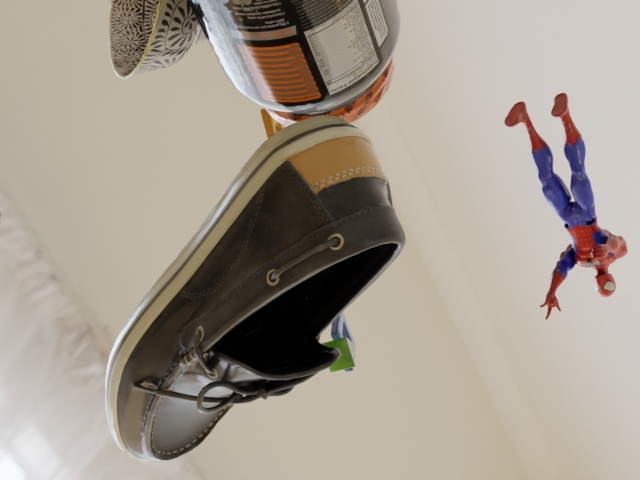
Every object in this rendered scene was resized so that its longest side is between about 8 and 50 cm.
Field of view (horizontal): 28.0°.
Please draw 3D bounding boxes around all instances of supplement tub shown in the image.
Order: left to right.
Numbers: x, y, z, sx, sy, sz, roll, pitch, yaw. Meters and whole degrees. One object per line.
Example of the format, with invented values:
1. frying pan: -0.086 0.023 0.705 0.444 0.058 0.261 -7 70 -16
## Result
1. supplement tub: -0.033 -0.254 1.232 0.194 0.193 0.316 23 -21 26

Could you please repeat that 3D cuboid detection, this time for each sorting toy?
1. sorting toy: 0.000 0.000 1.567 0.047 0.196 0.347 -16 -80 12

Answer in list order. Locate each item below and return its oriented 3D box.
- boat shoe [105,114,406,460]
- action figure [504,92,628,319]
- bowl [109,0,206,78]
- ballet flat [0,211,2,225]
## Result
1. boat shoe: -0.075 0.094 1.306 0.156 0.187 0.500 55 -50 24
2. action figure: 0.295 -0.020 1.533 0.092 0.139 0.280 -9 -54 32
3. bowl: -0.161 -0.250 1.368 0.080 0.170 0.170 6 -20 -26
4. ballet flat: -0.552 -0.057 1.931 0.124 0.116 0.342 5 -39 8
